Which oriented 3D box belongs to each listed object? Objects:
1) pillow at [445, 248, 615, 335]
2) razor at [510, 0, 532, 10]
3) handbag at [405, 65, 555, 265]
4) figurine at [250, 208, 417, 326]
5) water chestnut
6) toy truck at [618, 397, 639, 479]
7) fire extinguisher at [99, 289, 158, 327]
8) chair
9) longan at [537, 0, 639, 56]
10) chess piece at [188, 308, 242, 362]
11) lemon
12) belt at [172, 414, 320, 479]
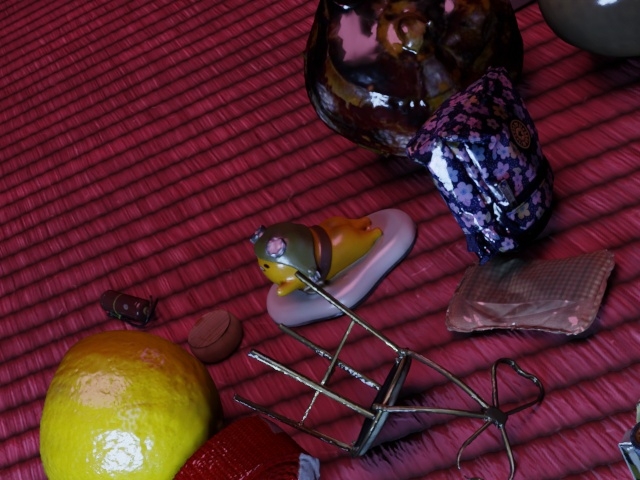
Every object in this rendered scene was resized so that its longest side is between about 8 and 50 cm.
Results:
[{"bbox_3d":[0.257,0.066,1.424,0.211,0.034,0.135,-3,48,41],"label":"pillow"},{"bbox_3d":[0.425,-0.458,1.883,0.278,0.056,0.111,-33,33,18],"label":"razor"},{"bbox_3d":[0.221,-0.092,1.483,0.127,0.208,0.228,-24,17,39],"label":"handbag"},{"bbox_3d":[0.000,0.000,1.626,0.250,0.141,0.166,-39,33,-4],"label":"figurine"},{"bbox_3d":[0.132,-0.267,1.735,0.335,0.347,0.335,1,64,-1],"label":"water chestnut"},{"bbox_3d":[0.428,0.180,1.072,0.272,0.124,0.157,-9,33,38],"label":"toy truck"},{"bbox_3d":[-0.308,0.108,1.851,0.132,0.039,0.056,11,89,46],"label":"fire extinguisher"},{"bbox_3d":[0.074,0.187,1.357,0.326,0.170,0.160,27,54,4],"label":"chair"},{"bbox_3d":[0.456,-0.403,1.600,0.350,0.288,0.288,-45,35,-21],"label":"longan"},{"bbox_3d":[-0.155,0.140,1.685,0.084,0.038,0.083,-24,37,20],"label":"chess piece"},{"bbox_3d":[-0.227,0.238,1.471,0.219,0.240,0.240,9,49,12],"label":"lemon"},{"bbox_3d":[-0.103,0.306,1.369,0.201,0.128,0.124,-45,37,-10],"label":"belt"}]
